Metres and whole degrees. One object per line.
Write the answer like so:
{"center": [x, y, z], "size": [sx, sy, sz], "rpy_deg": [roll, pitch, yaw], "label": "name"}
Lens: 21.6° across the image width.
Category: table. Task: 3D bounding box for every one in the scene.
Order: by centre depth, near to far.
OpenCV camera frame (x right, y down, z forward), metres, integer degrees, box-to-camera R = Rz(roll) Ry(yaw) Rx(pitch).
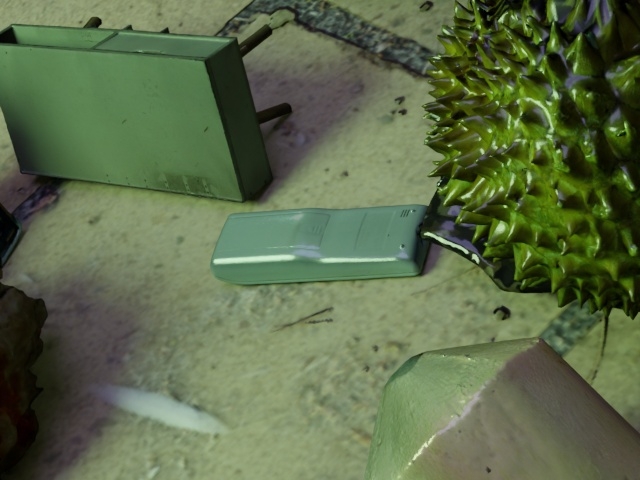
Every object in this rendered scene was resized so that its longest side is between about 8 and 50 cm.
{"center": [-0.137, -0.119, 1.342], "size": [0.240, 0.122, 0.111], "rpy_deg": [9, 35, 35], "label": "table"}

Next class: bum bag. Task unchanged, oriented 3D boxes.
{"center": [0.139, -0.066, 1.160], "size": [0.102, 0.069, 0.248], "rpy_deg": [21, 50, -3], "label": "bum bag"}

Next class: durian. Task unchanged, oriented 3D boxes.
{"center": [0.197, -0.066, 1.004], "size": [0.291, 0.225, 0.291], "rpy_deg": [-2, 14, 0], "label": "durian"}

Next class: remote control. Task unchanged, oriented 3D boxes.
{"center": [0.000, 0.000, 1.201], "size": [0.162, 0.029, 0.061], "rpy_deg": [-4, 48, 25], "label": "remote control"}

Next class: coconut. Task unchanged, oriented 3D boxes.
{"center": [0.097, 0.124, 0.918], "size": [0.152, 0.147, 0.147], "rpy_deg": [42, 72, 12], "label": "coconut"}

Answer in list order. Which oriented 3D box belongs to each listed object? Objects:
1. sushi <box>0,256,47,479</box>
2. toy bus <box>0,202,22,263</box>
{"center": [-0.302, 0.082, 1.149], "size": [0.218, 0.225, 0.238], "rpy_deg": [22, 81, 24], "label": "sushi"}
{"center": [-0.331, -0.038, 1.317], "size": [0.103, 0.182, 0.091], "rpy_deg": [-2, 47, 39], "label": "toy bus"}
